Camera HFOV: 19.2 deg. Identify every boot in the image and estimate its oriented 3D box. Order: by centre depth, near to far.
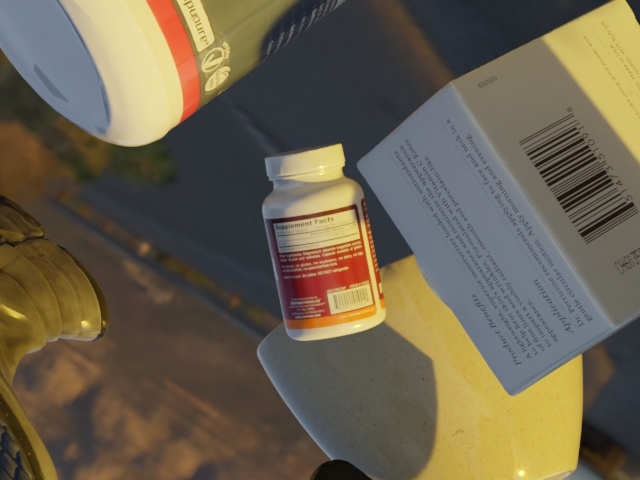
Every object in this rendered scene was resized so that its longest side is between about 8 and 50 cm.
[{"bbox_3d":[-0.248,0.081,1.507,0.223,0.118,0.338,-8,-128,-48],"label":"boot"}]

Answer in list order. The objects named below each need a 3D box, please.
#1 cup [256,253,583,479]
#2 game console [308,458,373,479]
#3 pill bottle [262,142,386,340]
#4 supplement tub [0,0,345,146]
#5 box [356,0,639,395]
[{"bbox_3d":[0.133,0.154,1.892,0.331,0.331,0.237,49,-164,-76],"label":"cup"},{"bbox_3d":[0.099,0.351,1.618,0.293,0.250,0.173,39,148,-17],"label":"game console"},{"bbox_3d":[0.000,0.000,1.550,0.086,0.152,0.086,-11,-175,1],"label":"pill bottle"},{"bbox_3d":[-0.058,-0.197,1.050,0.191,0.272,0.191,44,160,21],"label":"supplement tub"},{"bbox_3d":[0.156,-0.030,1.200,0.181,0.182,0.119,57,141,5],"label":"box"}]
